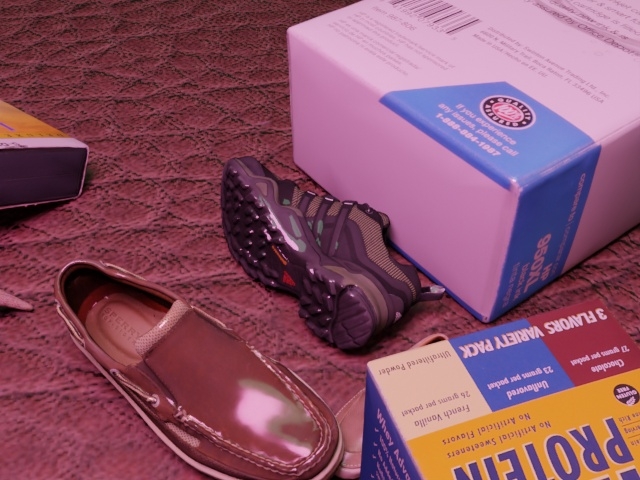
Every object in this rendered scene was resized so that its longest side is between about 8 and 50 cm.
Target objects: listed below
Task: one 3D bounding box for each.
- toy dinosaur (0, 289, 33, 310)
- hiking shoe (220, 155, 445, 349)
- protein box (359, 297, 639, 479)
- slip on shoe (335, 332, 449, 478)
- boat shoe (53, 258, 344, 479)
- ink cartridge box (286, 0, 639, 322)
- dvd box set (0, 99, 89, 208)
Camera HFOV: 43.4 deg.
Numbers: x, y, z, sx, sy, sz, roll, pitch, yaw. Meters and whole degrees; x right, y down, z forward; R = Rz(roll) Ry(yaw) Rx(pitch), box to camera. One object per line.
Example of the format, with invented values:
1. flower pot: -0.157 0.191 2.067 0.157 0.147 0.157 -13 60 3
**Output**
1. toy dinosaur: -0.392 0.043 0.620 0.296 0.127 0.200 -20 39 -28
2. hiking shoe: 0.000 0.000 0.702 0.114 0.086 0.227 -17 50 -36
3. protein box: 0.116 0.179 0.406 0.136 0.201 0.199 -13 45 -14
4. slip on shoe: 0.053 0.118 0.590 0.135 0.041 0.051 -32 52 -30
5. boat shoe: -0.100 0.090 0.571 0.257 0.095 0.095 24 62 27
6. ink cartridge box: 0.209 -0.141 0.777 0.395 0.166 0.285 -28 50 -25
7. dvd box set: -0.475 -0.129 0.749 0.420 0.062 0.308 27 22 27
